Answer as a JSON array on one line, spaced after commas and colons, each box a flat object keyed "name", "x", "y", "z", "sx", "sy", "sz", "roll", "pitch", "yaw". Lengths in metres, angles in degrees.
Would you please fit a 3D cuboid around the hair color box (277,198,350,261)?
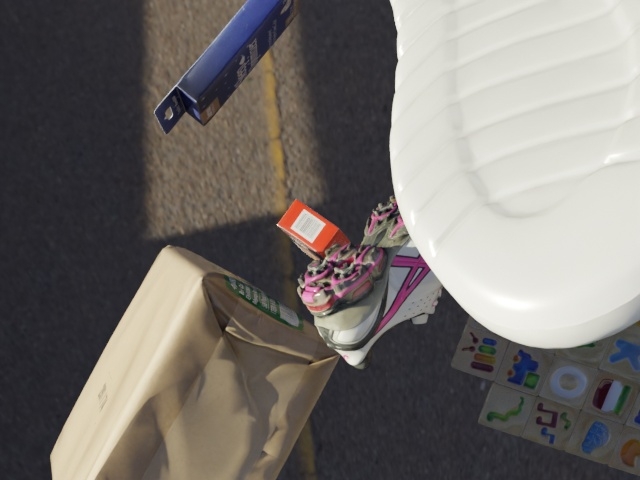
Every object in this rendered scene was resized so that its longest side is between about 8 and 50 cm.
[{"name": "hair color box", "x": 0.000, "y": 0.000, "z": 1.442, "sx": 0.072, "sy": 0.141, "sz": 0.043, "roll": 35, "pitch": 86, "yaw": 19}]

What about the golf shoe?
[{"name": "golf shoe", "x": 0.065, "y": 0.017, "z": 0.853, "sx": 0.186, "sy": 0.086, "sz": 0.067, "roll": -39, "pitch": 26, "yaw": -25}]

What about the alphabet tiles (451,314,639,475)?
[{"name": "alphabet tiles", "x": 0.346, "y": 0.128, "z": 1.369, "sx": 0.342, "sy": 0.011, "sz": 0.285, "roll": 18, "pitch": 103, "yaw": -3}]

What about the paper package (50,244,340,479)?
[{"name": "paper package", "x": -0.151, "y": 0.181, "z": 1.223, "sx": 0.168, "sy": 0.325, "sz": 0.310, "roll": 28, "pitch": 88, "yaw": -15}]

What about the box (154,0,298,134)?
[{"name": "box", "x": -0.105, "y": -0.212, "z": 1.324, "sx": 0.036, "sy": 0.136, "sz": 0.225, "roll": 40, "pitch": 84, "yaw": 2}]

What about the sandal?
[{"name": "sandal", "x": 0.121, "y": -0.103, "z": 0.591, "sx": 0.169, "sy": 0.102, "sz": 0.416, "roll": -28, "pitch": 40, "yaw": 21}]
